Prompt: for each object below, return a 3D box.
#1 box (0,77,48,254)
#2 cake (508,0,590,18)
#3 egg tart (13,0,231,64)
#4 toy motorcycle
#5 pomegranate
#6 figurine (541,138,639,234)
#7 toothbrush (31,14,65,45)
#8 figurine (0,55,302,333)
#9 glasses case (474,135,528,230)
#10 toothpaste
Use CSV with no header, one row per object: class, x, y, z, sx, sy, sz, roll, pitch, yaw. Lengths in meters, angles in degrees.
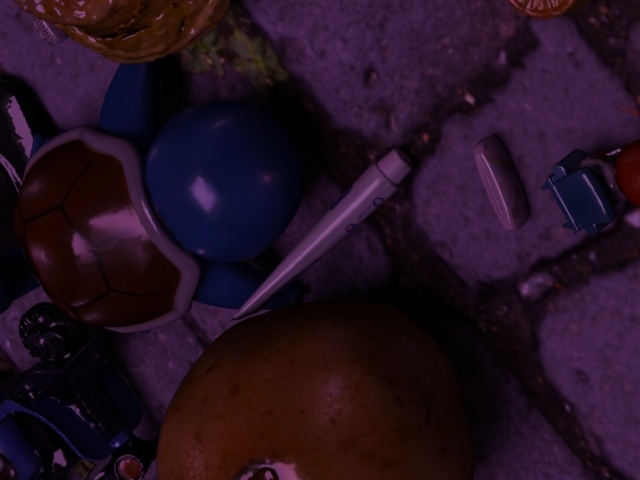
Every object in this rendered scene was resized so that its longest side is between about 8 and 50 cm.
box,-0.343,-0.059,2.067,0.212,0.042,0.201,-13,108,42
cake,0.180,-0.216,1.572,0.084,0.044,0.084,17,123,28
egg tart,-0.206,-0.279,1.744,0.294,0.123,0.294,20,131,24
toy motorcycle,-0.284,0.207,2.126,0.212,0.125,0.358,43,135,-1
pomegranate,-0.010,0.188,1.776,0.307,0.307,0.307,18,124,29
figurine,0.247,-0.051,1.593,0.140,0.075,0.068,-17,103,44
toothbrush,-0.319,-0.301,1.928,0.024,0.018,0.257,-23,100,49
figurine,-0.191,-0.025,1.880,0.416,0.243,0.298,-23,90,22
glasses case,0.154,-0.048,1.695,0.021,0.032,0.083,-14,104,38
toothpaste,0.000,0.000,1.783,0.218,0.052,0.033,-45,80,17
